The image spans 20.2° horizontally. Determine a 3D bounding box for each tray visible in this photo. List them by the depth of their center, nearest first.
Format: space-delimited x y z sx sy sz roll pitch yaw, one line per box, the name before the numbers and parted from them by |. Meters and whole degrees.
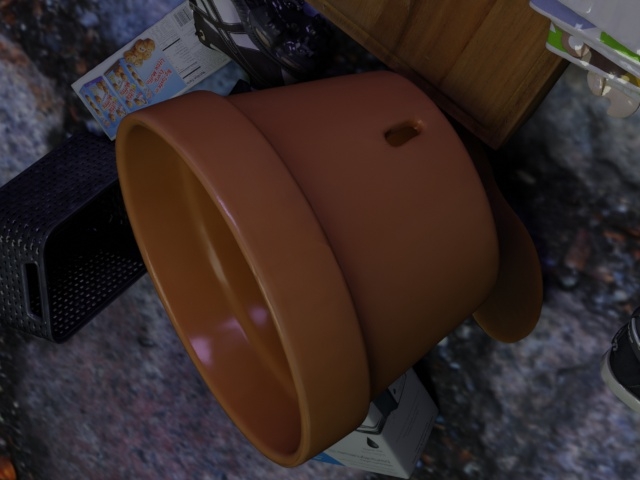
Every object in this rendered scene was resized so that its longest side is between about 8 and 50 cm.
tray | 0.153 -0.271 1.265 0.203 0.076 0.411 39 134 7

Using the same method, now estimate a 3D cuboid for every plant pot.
plant pot | 0.000 0.000 1.369 0.291 0.203 0.291 54 159 32

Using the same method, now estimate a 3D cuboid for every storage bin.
storage bin | -0.225 -0.005 1.620 0.084 0.180 0.122 16 127 24

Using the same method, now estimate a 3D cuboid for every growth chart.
growth chart | 0.220 -0.160 1.214 0.237 0.021 0.172 41 133 11

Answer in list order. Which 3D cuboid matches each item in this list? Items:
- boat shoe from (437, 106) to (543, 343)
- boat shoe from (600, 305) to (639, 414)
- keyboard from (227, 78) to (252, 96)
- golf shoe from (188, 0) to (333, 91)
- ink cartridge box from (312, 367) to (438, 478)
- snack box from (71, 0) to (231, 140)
boat shoe | 0.120 -0.017 1.463 0.207 0.073 0.073 70 167 -17
boat shoe | 0.330 0.136 1.403 0.233 0.084 0.079 36 133 14
keyboard | -0.090 -0.053 1.541 0.100 0.038 0.192 68 154 16
golf shoe | -0.085 -0.201 1.469 0.198 0.077 0.094 51 133 -3
ink cartridge box | 0.001 0.119 1.571 0.140 0.082 0.190 7 150 31
snack box | -0.146 -0.150 1.581 0.178 0.022 0.064 -28 102 42
